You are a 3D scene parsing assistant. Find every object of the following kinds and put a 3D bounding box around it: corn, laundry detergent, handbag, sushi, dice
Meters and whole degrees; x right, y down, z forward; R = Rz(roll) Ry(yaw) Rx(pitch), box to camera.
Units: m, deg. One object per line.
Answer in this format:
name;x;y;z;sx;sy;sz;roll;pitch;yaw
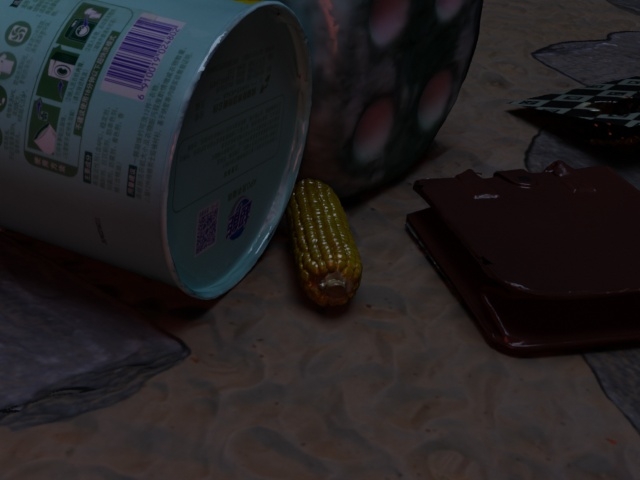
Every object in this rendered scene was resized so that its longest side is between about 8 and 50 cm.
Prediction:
corn;0.000;0.000;1.014;0.068;0.068;0.207;0;28;-10
laundry detergent;-0.203;-0.122;0.966;0.305;0.287;0.287;18;31;19
handbag;0.249;0.007;1.041;0.259;0.084;0.275;-5;31;-13
sushi;0.460;-0.183;1.441;0.290;0.050;0.264;-15;21;-28
dice;-0.016;-0.266;1.212;0.330;0.328;0.348;25;34;29
